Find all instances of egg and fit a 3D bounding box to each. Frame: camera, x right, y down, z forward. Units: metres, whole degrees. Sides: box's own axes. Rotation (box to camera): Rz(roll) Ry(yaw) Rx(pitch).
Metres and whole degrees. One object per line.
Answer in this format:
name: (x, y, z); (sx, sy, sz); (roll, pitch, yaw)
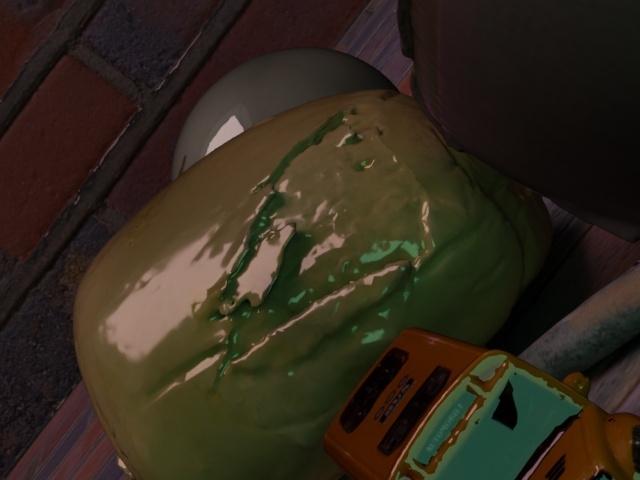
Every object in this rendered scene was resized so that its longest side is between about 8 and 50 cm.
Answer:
egg: (-0.012, -0.054, 1.203); (0.183, 0.183, 0.264); (-49, 3, 24)

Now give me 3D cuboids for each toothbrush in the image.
toothbrush: (0.065, 0.085, 0.740); (0.375, 0.028, 0.037); (-44, 57, 43)

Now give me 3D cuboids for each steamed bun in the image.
steamed bun: (-0.005, 0.015, 0.824); (0.232, 0.166, 0.273); (-44, 0, 16)

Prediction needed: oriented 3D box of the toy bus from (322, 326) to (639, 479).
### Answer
toy bus: (0.061, 0.083, 0.575); (0.083, 0.088, 0.194); (-53, 8, -5)

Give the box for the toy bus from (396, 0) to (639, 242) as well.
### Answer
toy bus: (0.111, -0.117, 0.581); (0.162, 0.171, 0.386); (-57, -11, -7)
